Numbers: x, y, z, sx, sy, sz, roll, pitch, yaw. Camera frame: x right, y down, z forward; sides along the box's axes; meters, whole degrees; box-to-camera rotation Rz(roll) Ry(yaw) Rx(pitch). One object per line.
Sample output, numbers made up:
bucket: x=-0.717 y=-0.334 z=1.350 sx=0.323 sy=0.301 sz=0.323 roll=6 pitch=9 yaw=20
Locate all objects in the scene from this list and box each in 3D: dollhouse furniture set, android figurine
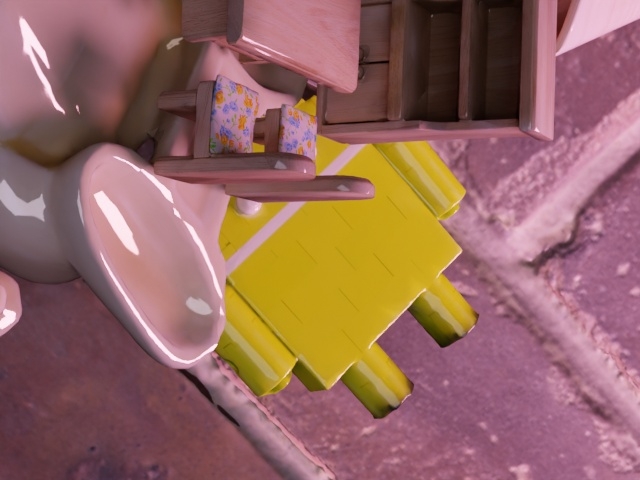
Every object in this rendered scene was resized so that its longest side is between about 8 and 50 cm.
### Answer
dollhouse furniture set: x=0.031 y=-0.131 z=0.771 sx=0.161 sy=0.242 sz=0.212 roll=0 pitch=84 yaw=29
android figurine: x=0.000 y=0.000 z=0.981 sx=0.248 sy=0.056 sz=0.273 roll=-42 pitch=99 yaw=-21

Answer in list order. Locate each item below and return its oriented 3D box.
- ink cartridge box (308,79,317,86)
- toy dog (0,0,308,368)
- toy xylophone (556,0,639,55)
ink cartridge box: x=0.014 y=-0.217 z=0.953 sx=0.139 sy=0.082 sz=0.190 roll=26 pitch=99 yaw=-9
toy dog: x=-0.278 y=-0.086 z=0.810 sx=0.395 sy=0.408 sz=0.284 roll=41 pitch=52 yaw=-50
toy xylophone: x=0.228 y=-0.263 z=0.873 sx=0.236 sy=0.081 sz=0.322 roll=-21 pitch=144 yaw=-36
